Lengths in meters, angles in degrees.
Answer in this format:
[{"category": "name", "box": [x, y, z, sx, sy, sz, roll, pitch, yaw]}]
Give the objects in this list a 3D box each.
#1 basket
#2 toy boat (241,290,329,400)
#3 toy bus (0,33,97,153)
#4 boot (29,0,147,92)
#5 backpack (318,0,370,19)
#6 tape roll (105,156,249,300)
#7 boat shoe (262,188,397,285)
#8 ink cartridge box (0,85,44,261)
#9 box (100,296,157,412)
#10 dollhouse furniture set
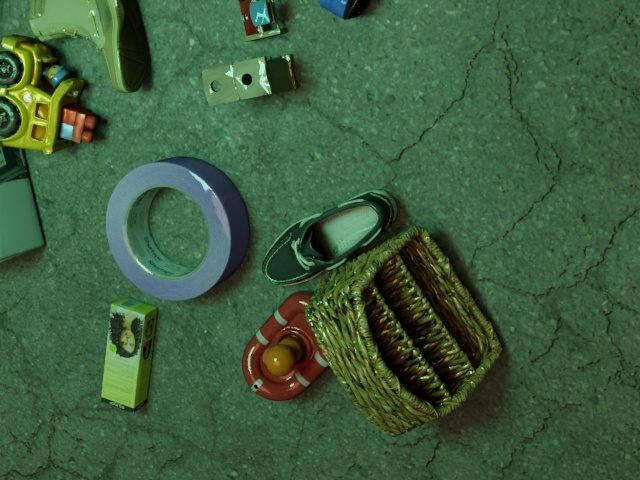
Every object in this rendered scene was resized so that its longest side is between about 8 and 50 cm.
[{"category": "basket", "box": [0.146, 0.164, 1.416, 0.223, 0.213, 0.299, -28, 102, 25]}, {"category": "toy boat", "box": [-0.061, 0.213, 1.560, 0.151, 0.151, 0.231, 44, 113, 6]}, {"category": "toy bus", "box": [-0.540, -0.279, 1.630, 0.211, 0.149, 0.220, 14, 105, 3]}, {"category": "boot", "box": [-0.451, -0.397, 1.580, 0.203, 0.095, 0.262, -9, 93, 21]}, {"category": "backpack", "box": [0.044, -0.444, 1.393, 0.101, 0.098, 0.120, 32, 125, 20]}, {"category": "tape roll", "box": [-0.282, -0.024, 1.618, 0.274, 0.090, 0.275, 5, 106, 19]}, {"category": "boat shoe", "box": [0.000, 0.000, 1.517, 0.302, 0.091, 0.114, -36, 89, 24]}, {"category": "ink cartridge box", "box": [-0.783, -0.144, 1.730, 0.285, 0.166, 0.395, -6, 100, 22]}, {"category": "box", "box": [-0.408, 0.244, 1.746, 0.087, 0.058, 0.232, 14, 108, 17]}, {"category": "dollhouse furniture set", "box": [-0.138, -0.346, 1.463, 0.128, 0.129, 0.184, -7, 101, 22]}]
